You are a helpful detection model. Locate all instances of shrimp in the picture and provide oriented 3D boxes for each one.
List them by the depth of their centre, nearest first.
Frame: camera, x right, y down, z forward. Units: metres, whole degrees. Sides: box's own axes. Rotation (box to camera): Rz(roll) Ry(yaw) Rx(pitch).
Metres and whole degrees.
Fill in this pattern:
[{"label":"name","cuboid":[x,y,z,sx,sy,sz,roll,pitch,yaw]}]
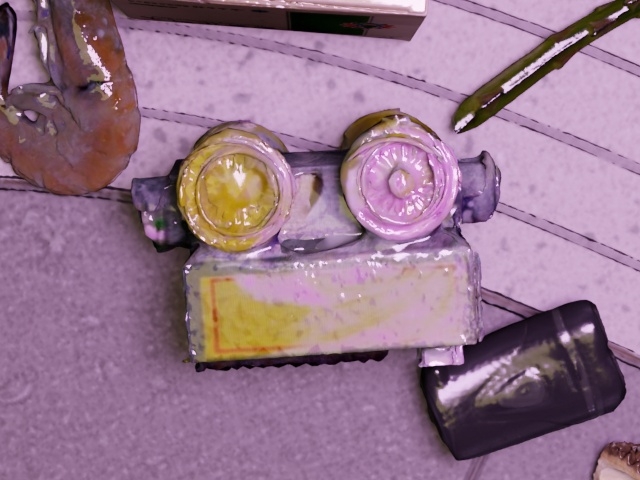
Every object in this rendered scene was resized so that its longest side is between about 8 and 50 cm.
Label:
[{"label":"shrimp","cuboid":[-0.204,-0.141,1.016,0.126,0.047,0.224,-11,99,12]}]

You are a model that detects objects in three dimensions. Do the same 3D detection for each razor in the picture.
[{"label":"razor","cuboid":[0.150,0.106,1.040,0.148,0.054,0.090,-21,97,4]}]

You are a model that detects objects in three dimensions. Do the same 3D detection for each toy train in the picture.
[{"label":"toy train","cuboid":[0.000,0.000,0.986,0.260,0.134,0.178,-3,98,1]}]

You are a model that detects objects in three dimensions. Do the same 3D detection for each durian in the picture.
[{"label":"durian","cuboid":[0.251,0.213,1.057,0.066,0.052,0.130,-18,98,5]}]

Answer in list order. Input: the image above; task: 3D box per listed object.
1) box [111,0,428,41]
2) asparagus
[{"label":"box","cuboid":[-0.033,-0.195,0.942,0.211,0.168,0.095,4,94,0]},{"label":"asparagus","cuboid":[0.196,-0.148,1.020,0.236,0.027,0.034,-31,102,4]}]
